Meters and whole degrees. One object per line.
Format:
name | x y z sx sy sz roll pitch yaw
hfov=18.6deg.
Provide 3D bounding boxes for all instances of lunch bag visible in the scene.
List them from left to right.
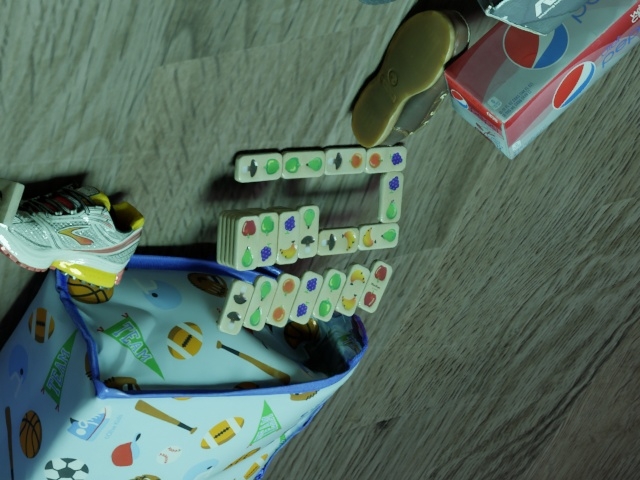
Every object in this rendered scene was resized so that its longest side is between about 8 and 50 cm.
lunch bag | -0.176 0.181 2.205 0.385 0.239 0.328 4 140 -35

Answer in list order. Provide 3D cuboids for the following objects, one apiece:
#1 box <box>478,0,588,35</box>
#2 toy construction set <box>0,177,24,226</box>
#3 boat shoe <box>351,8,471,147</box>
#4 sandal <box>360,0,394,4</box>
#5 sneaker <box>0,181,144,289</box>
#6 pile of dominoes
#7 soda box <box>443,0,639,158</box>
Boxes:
box | 0.213 -0.391 1.403 0.395 0.318 0.097 -40 152 27
toy construction set | -0.404 0.000 1.708 0.309 0.257 0.237 -13 172 19
boat shoe | 0.103 -0.170 2.001 0.073 0.073 0.207 -12 158 -32
sandal | 0.083 -0.299 1.768 0.097 0.054 0.254 -10 160 -26
sneaker | -0.264 -0.023 1.933 0.225 0.088 0.092 16 111 -55
pile of dominoes | 0.000 0.000 2.112 0.251 0.040 0.196 -6 105 -38
soda box | 0.250 -0.209 1.954 0.263 0.092 0.083 -43 155 -9
